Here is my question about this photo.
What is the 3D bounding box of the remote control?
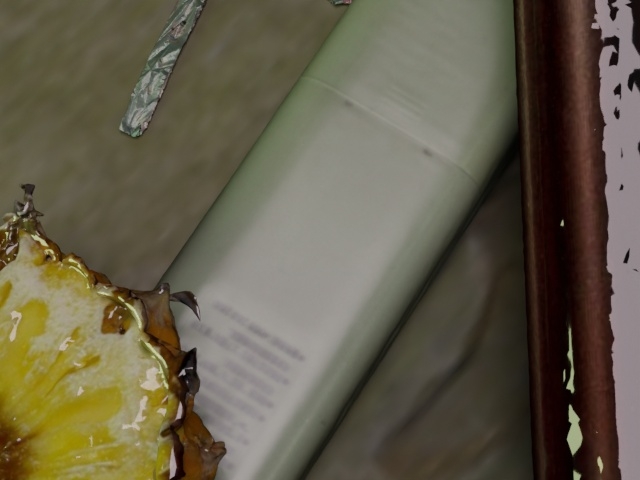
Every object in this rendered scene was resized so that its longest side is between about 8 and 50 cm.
[{"bbox_3d":[-0.001,0.000,0.630,0.090,0.038,0.309,31,76,8],"label":"remote control"}]

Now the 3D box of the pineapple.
[{"bbox_3d":[-0.127,0.081,0.578,0.221,0.047,0.221,-5,70,15],"label":"pineapple"}]

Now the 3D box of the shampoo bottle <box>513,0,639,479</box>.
[{"bbox_3d":[0.127,-0.040,0.600,0.129,0.084,0.323,5,78,-26],"label":"shampoo bottle"}]

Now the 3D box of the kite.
[{"bbox_3d":[-0.042,-0.109,0.677,0.137,0.005,0.153,12,76,3],"label":"kite"}]
